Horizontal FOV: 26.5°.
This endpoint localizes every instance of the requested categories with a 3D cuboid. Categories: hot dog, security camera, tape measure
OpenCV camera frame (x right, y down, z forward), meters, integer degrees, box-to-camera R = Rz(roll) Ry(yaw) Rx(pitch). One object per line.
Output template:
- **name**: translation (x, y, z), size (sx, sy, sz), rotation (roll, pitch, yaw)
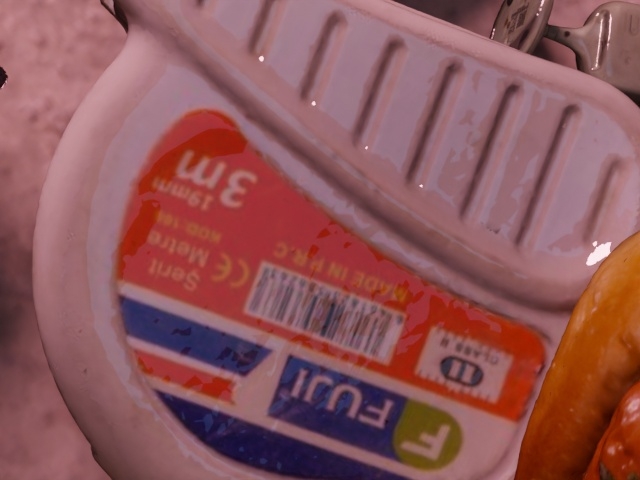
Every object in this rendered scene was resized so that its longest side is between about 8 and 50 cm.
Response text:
- **hot dog**: translation (0.159, 0.125, 0.535), size (0.150, 0.256, 0.153), rotation (16, 54, 33)
- **security camera**: translation (0.136, -0.095, 0.675), size (0.092, 0.058, 0.058), rotation (19, 81, -17)
- **tape measure**: translation (0.000, 0.000, 0.595), size (0.258, 0.130, 0.265), rotation (21, 91, -10)

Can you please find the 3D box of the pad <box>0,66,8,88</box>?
- **pad**: translation (-0.270, -0.020, 0.578), size (0.265, 0.009, 0.159), rotation (-42, 54, -11)
